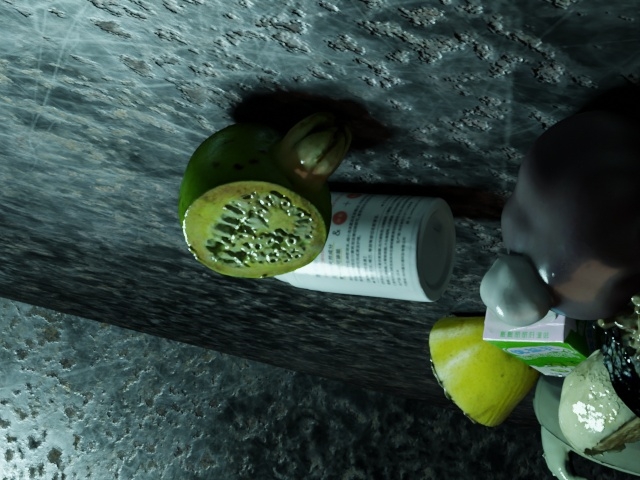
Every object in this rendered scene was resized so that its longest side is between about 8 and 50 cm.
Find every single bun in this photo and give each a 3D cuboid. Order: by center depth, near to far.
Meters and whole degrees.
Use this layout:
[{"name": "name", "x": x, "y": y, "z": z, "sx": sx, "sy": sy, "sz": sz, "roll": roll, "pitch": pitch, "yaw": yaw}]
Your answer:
[{"name": "bun", "x": 0.508, "y": 0.252, "z": 1.677, "sx": 0.259, "sy": 0.152, "sz": 0.259, "roll": -19, "pitch": 156, "yaw": -9}]

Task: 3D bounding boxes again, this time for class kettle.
[{"name": "kettle", "x": 0.563, "y": 0.361, "z": 1.937, "sx": 0.324, "sy": 0.321, "sz": 0.228, "roll": 8, "pitch": -168, "yaw": 39}]

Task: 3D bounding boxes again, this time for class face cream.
[{"name": "face cream", "x": 0.000, "y": 0.000, "z": 1.459, "sx": 0.369, "sy": 0.145, "sz": 0.145, "roll": 5, "pitch": 163, "yaw": 30}]

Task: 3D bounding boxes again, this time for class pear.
[{"name": "pear", "x": 0.357, "y": 0.235, "z": 2.006, "sx": 0.178, "sy": 0.267, "sz": 0.267, "roll": -30, "pitch": 142, "yaw": 33}]

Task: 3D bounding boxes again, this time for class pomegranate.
[{"name": "pomegranate", "x": -0.074, "y": -0.080, "z": 1.234, "sx": 0.189, "sy": 0.159, "sz": 0.241, "roll": 7, "pitch": 138, "yaw": -9}]

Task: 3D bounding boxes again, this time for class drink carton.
[{"name": "drink carton", "x": 0.419, "y": 0.164, "z": 1.794, "sx": 0.161, "sy": 0.108, "sz": 0.271, "roll": -2, "pitch": 158, "yaw": 38}]

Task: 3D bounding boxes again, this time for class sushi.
[{"name": "sushi", "x": 0.538, "y": 0.155, "z": 1.468, "sx": 0.238, "sy": 0.225, "sz": 0.219, "roll": -12, "pitch": 158, "yaw": -17}]

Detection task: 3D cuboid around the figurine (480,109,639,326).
[{"name": "figurine", "x": 0.358, "y": -0.011, "z": 1.034, "sx": 0.364, "sy": 0.218, "sz": 0.206, "roll": 12, "pitch": 139, "yaw": -13}]
